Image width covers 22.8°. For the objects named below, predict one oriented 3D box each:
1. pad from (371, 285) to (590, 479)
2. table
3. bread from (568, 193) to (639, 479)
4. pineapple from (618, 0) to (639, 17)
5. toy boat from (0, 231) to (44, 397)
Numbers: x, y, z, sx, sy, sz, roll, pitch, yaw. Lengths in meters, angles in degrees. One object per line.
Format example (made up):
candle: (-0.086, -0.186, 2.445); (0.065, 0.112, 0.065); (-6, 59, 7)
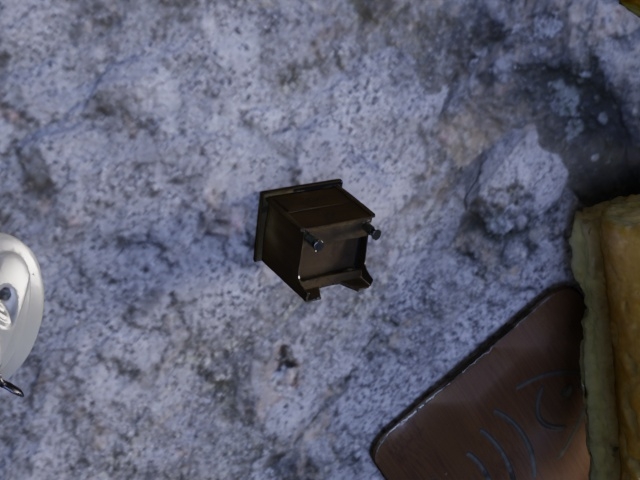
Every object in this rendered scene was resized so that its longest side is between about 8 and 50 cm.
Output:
pad: (0.210, 0.212, 1.711); (0.284, 0.018, 0.286); (-40, 133, -8)
table: (0.000, 0.000, 1.390); (0.083, 0.082, 0.070); (-10, 123, -31)
bread: (0.393, 0.124, 1.641); (0.236, 0.165, 0.375); (-14, 106, -20)
pineapple: (0.397, -0.237, 1.507); (0.236, 0.114, 0.186); (-23, 127, -26)
toy boat: (-0.316, 0.115, 1.210); (0.269, 0.141, 0.141); (-40, 134, 11)
